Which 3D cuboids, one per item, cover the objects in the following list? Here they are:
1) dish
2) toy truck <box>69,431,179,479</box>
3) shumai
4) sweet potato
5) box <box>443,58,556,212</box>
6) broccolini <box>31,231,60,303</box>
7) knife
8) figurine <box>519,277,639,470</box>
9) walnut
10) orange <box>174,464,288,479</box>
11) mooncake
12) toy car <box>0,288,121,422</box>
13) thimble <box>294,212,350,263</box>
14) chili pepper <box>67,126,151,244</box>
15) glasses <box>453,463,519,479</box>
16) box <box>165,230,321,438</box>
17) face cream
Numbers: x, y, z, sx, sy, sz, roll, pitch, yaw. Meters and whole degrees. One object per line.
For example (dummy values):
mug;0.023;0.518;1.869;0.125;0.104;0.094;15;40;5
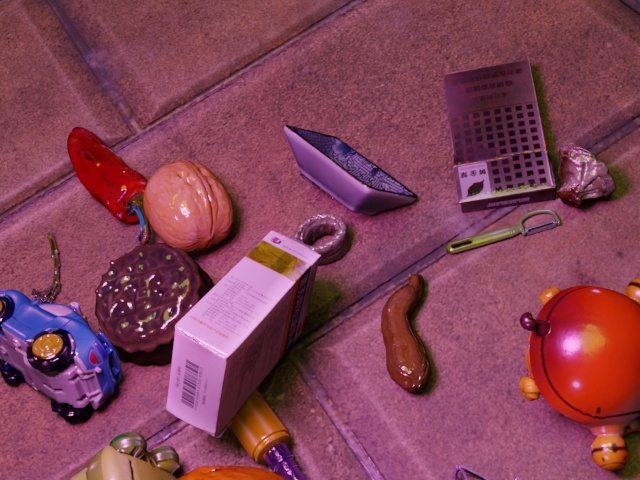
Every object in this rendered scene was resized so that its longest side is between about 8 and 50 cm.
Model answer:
dish;0.044;-0.122;1.817;0.243;0.182;0.080;40;110;31
toy truck;-0.326;0.416;1.525;0.210;0.187;0.148;-22;51;0
shumai;0.465;-0.110;1.716;0.087;0.099;0.124;-42;74;-5
sweet potato;0.146;0.160;1.648;0.081;0.062;0.233;2;54;-2
box;0.343;-0.208;1.841;0.180;0.047;0.325;-8;55;10
broccolini;-0.545;0.067;1.908;0.052;0.054;0.194;12;49;-13
knife;0.331;-0.020;1.740;0.212;0.015;0.054;-18;55;3
figurine;0.460;0.188;1.463;0.323;0.196;0.320;13;68;11
walnut;-0.258;-0.069;1.840;0.165;0.165;0.197;-26;56;-3
orange;-0.126;0.497;1.362;0.340;0.293;0.341;-17;51;23
mooncake;-0.312;0.114;1.757;0.228;0.124;0.228;-7;58;11
toy car;-0.500;0.186;1.726;0.314;0.198;0.166;24;50;28
thimble;0.000;0.000;1.785;0.110;0.062;0.084;-29;57;-5
chili pepper;-0.436;-0.130;1.964;0.110;0.110;0.387;-39;53;-12
glasses;0.270;0.410;1.472;0.103;0.062;0.140;-3;54;-13
box;-0.127;0.149;1.568;0.106;0.200;0.299;26;41;14
face cream;-0.108;0.314;1.601;0.078;0.078;0.273;-36;56;-10
